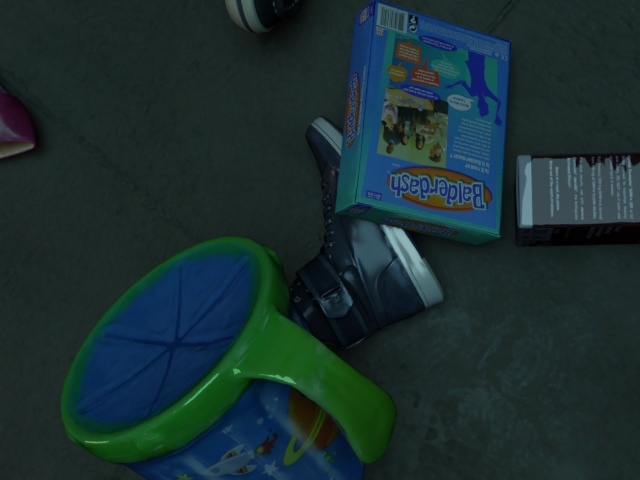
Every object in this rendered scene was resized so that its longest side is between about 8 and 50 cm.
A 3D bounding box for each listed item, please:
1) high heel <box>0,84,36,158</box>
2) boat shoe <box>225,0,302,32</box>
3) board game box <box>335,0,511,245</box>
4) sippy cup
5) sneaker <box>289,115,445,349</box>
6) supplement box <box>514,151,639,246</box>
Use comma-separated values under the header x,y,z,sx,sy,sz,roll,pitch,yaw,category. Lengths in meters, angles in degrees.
x,y,z,sx,sy,sz,roll,pitch,yaw,category
-0.426,-0.083,1.178,0.244,0.082,0.117,-34,69,-10,high heel
0.049,-0.431,1.092,0.156,0.187,0.500,27,90,13,boat shoe
0.103,-0.113,1.068,0.160,0.047,0.210,13,73,-21,board game box
-0.077,0.153,1.002,0.240,0.305,0.224,-39,120,0,sippy cup
0.000,0.000,1.099,0.163,0.086,0.226,-29,80,1,sneaker
0.306,-0.038,1.036,0.239,0.130,0.073,-2,82,9,supplement box
